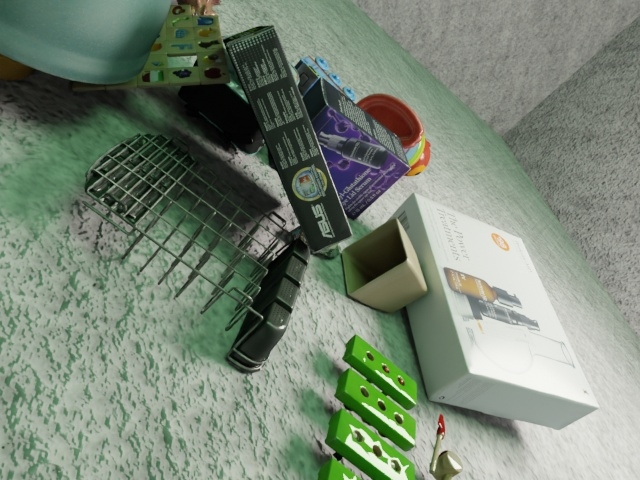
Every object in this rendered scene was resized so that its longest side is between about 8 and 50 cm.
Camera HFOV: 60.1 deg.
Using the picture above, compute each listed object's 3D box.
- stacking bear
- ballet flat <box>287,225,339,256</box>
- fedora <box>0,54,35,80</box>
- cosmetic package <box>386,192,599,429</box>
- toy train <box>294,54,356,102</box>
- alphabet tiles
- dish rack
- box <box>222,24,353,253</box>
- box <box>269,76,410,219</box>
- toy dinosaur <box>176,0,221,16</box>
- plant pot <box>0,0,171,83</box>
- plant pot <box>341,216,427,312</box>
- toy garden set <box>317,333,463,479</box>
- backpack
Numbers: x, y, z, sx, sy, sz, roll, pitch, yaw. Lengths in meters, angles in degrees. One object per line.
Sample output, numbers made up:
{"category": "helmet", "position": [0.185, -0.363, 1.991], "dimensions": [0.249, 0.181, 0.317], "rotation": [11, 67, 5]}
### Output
{"category": "stacking bear", "position": [0.184, -0.232, 1.327], "dimensions": [0.289, 0.175, 0.164], "rotation": [12, 49, -63]}
{"category": "ballet flat", "position": [0.000, 0.000, 0.849], "dimensions": [0.114, 0.041, 0.041], "rotation": [15, 40, -47]}
{"category": "fedora", "position": [-0.354, -0.239, 0.617], "dimensions": [0.194, 0.079, 0.194], "rotation": [34, 32, -24]}
{"category": "cosmetic package", "position": [0.282, 0.113, 0.960], "dimensions": [0.284, 0.097, 0.377], "rotation": [21, 40, -27]}
{"category": "toy train", "position": [0.007, -0.362, 1.329], "dimensions": [0.184, 0.080, 0.105], "rotation": [47, 35, -4]}
{"category": "alphabet tiles", "position": [-0.240, -0.283, 0.792], "dimensions": [0.198, 0.009, 0.237], "rotation": [-6, 46, -11]}
{"category": "dish rack", "position": [-0.133, -0.004, 0.629], "dimensions": [0.271, 0.074, 0.208], "rotation": [39, 26, -12]}
{"category": "box", "position": [-0.049, -0.144, 0.738], "dimensions": [0.216, 0.060, 0.270], "rotation": [-115, -177, -66]}
{"category": "box", "position": [0.032, -0.160, 0.993], "dimensions": [0.207, 0.153, 0.108], "rotation": [30, 31, -28]}
{"category": "toy dinosaur", "position": [-0.276, -0.540, 1.064], "dimensions": [0.295, 0.127, 0.200], "rotation": [47, 17, -19]}
{"category": "plant pot", "position": [-0.268, -0.340, 0.573], "dimensions": [0.293, 0.196, 0.293], "rotation": [33, 31, -23]}
{"category": "plant pot", "position": [0.110, 0.050, 0.877], "dimensions": [0.096, 0.109, 0.109], "rotation": [43, 24, -31]}
{"category": "toy garden set", "position": [0.086, 0.250, 0.623], "dimensions": [0.204, 0.049, 0.244], "rotation": [40, 26, -9]}
{"category": "backpack", "position": [-0.121, -0.253, 0.913], "dimensions": [0.166, 0.144, 0.188], "rotation": [36, 25, -8]}
